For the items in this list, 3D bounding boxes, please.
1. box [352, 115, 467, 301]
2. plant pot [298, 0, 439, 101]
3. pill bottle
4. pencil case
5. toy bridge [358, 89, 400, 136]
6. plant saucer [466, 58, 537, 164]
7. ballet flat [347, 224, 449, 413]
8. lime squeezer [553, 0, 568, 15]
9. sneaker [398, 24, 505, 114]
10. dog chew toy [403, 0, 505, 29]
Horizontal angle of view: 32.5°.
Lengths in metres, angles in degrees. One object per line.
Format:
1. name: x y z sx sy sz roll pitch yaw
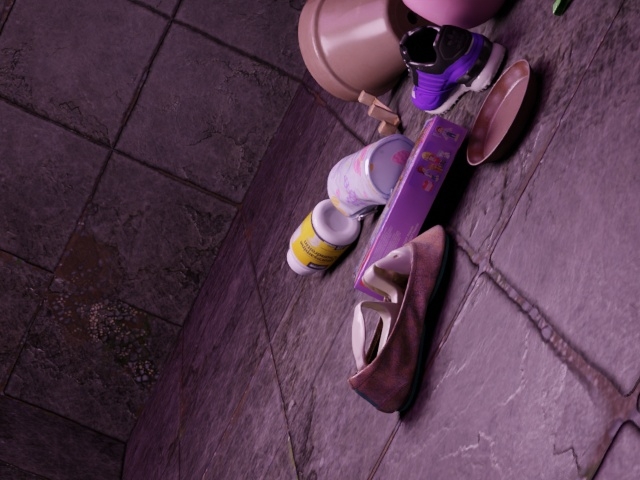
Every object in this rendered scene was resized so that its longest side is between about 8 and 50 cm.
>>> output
1. box: 0.138 -0.053 1.751 0.201 0.057 0.293 -68 3 -85
2. plant pot: 0.121 -0.441 2.299 0.229 0.263 0.263 -11 53 55
3. pill bottle: 0.000 0.000 2.212 0.184 0.103 0.103 -50 20 54
4. pencil case: 0.097 -0.111 1.988 0.273 0.114 0.124 158 126 -73
5. toy bridge: 0.129 -0.257 2.247 0.026 0.063 0.188 -62 24 21
6. plant saucer: 0.267 -0.180 1.591 0.168 0.029 0.168 -59 13 23
7. ballet flat: 0.107 0.090 1.559 0.107 0.106 0.316 -52 17 52
8. lime squeezer: 0.393 -0.429 1.472 0.310 0.059 0.110 -41 27 62
9. sneaker: 0.194 -0.305 1.870 0.102 0.146 0.293 -68 12 -12
10. dog chew toy: 0.265 -0.527 1.854 0.331 0.207 0.206 -61 12 22
